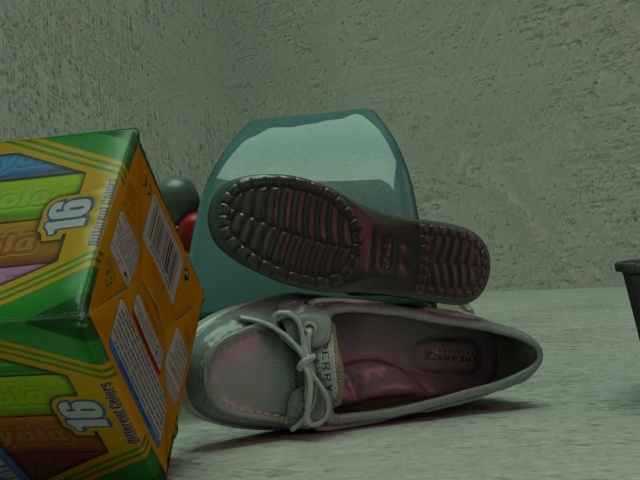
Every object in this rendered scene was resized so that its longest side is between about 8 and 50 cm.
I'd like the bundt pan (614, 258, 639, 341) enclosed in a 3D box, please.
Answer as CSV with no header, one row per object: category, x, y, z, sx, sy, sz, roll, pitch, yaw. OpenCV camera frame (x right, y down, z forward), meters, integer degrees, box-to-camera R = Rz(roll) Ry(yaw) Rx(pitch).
bundt pan,0.419,0.066,0.865,0.330,0.124,0.331,-4,-1,0

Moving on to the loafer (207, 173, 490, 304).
loafer,0.020,0.010,0.912,0.251,0.094,0.087,16,-11,-11

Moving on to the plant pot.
plant pot,0.000,0.000,1.135,0.247,0.252,0.247,-5,-24,9

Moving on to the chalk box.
chalk box,-0.251,0.056,0.717,0.288,0.180,0.179,-6,44,10

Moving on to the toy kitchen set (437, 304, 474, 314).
toy kitchen set,0.107,0.121,1.471,0.166,0.122,0.207,-4,19,-14

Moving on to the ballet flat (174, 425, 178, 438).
ballet flat,-0.214,0.146,0.811,0.221,0.077,0.079,0,-18,18

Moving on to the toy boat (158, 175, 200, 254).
toy boat,-0.262,0.058,1.415,0.318,0.148,0.267,-41,-20,14

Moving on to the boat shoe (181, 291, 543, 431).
boat shoe,0.036,0.102,0.884,0.320,0.118,0.103,4,-9,-26
